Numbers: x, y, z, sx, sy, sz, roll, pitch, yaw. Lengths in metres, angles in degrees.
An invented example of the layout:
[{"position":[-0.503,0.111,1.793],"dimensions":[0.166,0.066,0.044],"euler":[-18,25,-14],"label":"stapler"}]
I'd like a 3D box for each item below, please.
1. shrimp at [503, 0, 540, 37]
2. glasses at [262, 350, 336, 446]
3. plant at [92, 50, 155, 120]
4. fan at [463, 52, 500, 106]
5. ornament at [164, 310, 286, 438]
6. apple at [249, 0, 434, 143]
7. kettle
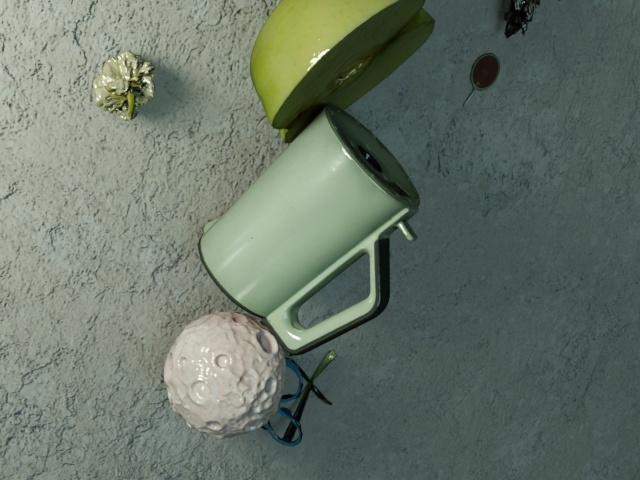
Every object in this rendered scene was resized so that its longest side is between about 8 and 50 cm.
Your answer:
[{"position":[0.476,-0.576,2.127],"dimensions":[0.178,0.075,0.289],"euler":[-2,102,-37],"label":"shrimp"},{"position":[-0.032,0.346,2.248],"dimensions":[0.207,0.102,0.239],"euler":[-18,123,-26],"label":"glasses"},{"position":[-0.333,-0.258,1.700],"dimensions":[0.105,0.122,0.116],"euler":[12,114,-27],"label":"plant"},{"position":[0.354,-0.354,2.198],"dimensions":[0.085,0.005,0.133],"euler":[27,97,-42],"label":"fan"},{"position":[-0.198,0.270,1.994],"dimensions":[0.225,0.259,0.259],"euler":[10,109,-20],"label":"ornament"},{"position":[0.036,-0.332,1.788],"dimensions":[0.360,0.311,0.320],"euler":[-37,126,7],"label":"apple"},{"position":[0.000,0.000,1.868],"dimensions":[0.377,0.361,0.250],"euler":[-41,169,19],"label":"kettle"}]
